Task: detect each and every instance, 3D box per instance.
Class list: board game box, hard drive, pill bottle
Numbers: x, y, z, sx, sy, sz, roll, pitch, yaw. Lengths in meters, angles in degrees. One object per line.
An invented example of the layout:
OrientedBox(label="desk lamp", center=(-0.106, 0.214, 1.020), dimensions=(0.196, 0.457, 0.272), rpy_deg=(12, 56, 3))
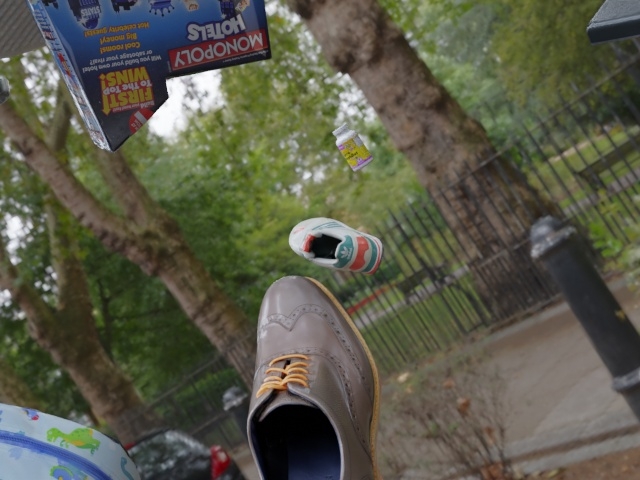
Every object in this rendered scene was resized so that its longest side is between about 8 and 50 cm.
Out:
OrientedBox(label="board game box", center=(-0.141, -0.176, 0.642), dimensions=(0.194, 0.194, 0.060), rpy_deg=(-16, 23, -26))
OrientedBox(label="hard drive", center=(0.305, -0.208, 0.691), dimensions=(0.135, 0.022, 0.094), rpy_deg=(1, 42, 47))
OrientedBox(label="pill bottle", center=(0.057, -0.170, 1.487), dimensions=(0.043, 0.083, 0.043), rpy_deg=(-34, 7, 4))

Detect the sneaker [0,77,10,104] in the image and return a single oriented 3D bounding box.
OrientedBox(label="sneaker", center=(-0.371, -0.158, 0.711), dimensions=(0.153, 0.094, 0.235), rpy_deg=(-25, -31, 11))

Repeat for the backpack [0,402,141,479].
OrientedBox(label="backpack", center=(-0.375, 0.301, 0.886), dimensions=(0.355, 0.273, 0.290), rpy_deg=(3, -58, -14))

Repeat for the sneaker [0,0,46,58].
OrientedBox(label="sneaker", center=(-0.440, -0.337, 1.115), dimensions=(0.366, 0.150, 0.135), rpy_deg=(-23, -42, -58))

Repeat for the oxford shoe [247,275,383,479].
OrientedBox(label="oxford shoe", center=(-0.009, 0.154, 0.805), dimensions=(0.130, 0.363, 0.133), rpy_deg=(-22, -45, 6))

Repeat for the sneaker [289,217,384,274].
OrientedBox(label="sneaker", center=(0.000, 0.000, 0.984), dimensions=(0.075, 0.057, 0.161), rpy_deg=(14, 3, -40))
